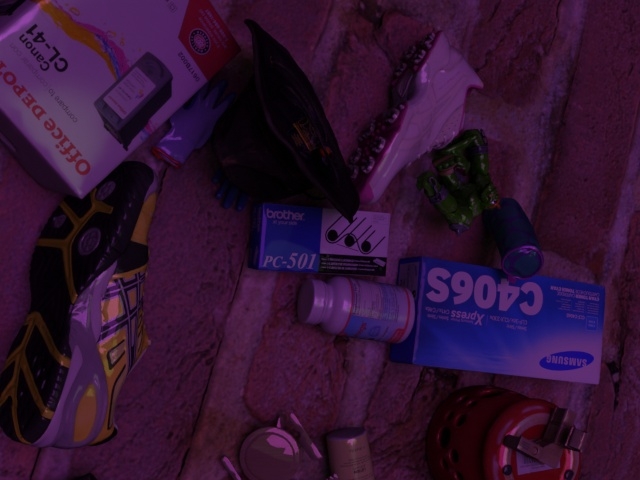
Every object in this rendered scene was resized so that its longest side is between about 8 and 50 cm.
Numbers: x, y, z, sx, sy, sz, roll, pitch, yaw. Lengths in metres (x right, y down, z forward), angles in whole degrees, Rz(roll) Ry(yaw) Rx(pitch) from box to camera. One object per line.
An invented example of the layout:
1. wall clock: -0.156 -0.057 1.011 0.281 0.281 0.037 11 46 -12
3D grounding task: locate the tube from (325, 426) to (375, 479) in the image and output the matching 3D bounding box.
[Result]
1. tube: 0.057 0.397 1.298 0.070 0.062 0.240 -7 94 17

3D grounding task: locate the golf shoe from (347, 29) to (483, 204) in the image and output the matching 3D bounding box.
1. golf shoe: 0.151 -0.171 1.354 0.140 0.115 0.306 34 75 -20

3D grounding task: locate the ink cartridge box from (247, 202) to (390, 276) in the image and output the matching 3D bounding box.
1. ink cartridge box: 0.000 0.000 1.300 0.207 0.046 0.097 3 91 -25

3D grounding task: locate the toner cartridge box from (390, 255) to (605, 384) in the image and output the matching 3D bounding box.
1. toner cartridge box: 0.286 0.130 1.404 0.348 0.075 0.165 9 84 -22

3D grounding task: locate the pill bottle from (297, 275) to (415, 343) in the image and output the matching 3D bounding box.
1. pill bottle: 0.051 0.099 1.301 0.160 0.087 0.087 10 82 -21

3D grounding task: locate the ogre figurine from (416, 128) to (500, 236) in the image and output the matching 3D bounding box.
1. ogre figurine: 0.222 -0.090 1.384 0.118 0.097 0.197 63 23 -16

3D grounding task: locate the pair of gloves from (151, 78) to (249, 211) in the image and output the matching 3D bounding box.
1. pair of gloves: -0.138 -0.140 1.275 0.198 0.023 0.159 37 71 -20

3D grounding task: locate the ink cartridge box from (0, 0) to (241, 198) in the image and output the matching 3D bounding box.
1. ink cartridge box: -0.287 -0.236 1.131 0.306 0.131 0.226 -49 125 -20

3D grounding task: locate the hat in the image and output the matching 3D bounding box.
1. hat: -0.069 -0.137 1.188 0.134 0.331 0.331 -24 96 12

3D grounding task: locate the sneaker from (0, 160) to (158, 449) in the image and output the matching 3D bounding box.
1. sneaker: -0.291 0.081 1.155 0.147 0.145 0.384 34 68 -49

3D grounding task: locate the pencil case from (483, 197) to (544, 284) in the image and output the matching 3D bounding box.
1. pencil case: 0.300 -0.002 1.384 0.065 0.151 0.070 27 117 -17

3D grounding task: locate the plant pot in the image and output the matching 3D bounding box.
1. plant pot: 0.281 0.321 1.336 0.191 0.174 0.191 1 88 -23

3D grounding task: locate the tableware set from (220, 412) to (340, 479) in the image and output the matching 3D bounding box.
1. tableware set: -0.042 0.349 1.266 0.128 0.039 0.194 -32 93 -2

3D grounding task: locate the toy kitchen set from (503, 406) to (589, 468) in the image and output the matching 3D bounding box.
1. toy kitchen set: 0.314 0.263 1.220 0.075 0.068 0.083 30 76 -18

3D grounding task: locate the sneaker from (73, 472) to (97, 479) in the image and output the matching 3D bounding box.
1. sneaker: -0.303 0.412 1.114 0.118 0.083 0.222 -20 93 -4
